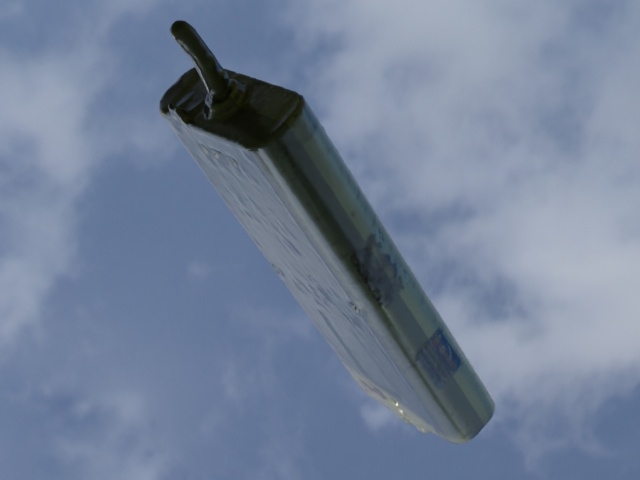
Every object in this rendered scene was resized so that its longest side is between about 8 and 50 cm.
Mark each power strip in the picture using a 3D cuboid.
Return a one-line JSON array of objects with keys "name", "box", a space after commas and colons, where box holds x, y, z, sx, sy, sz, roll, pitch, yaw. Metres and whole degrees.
[{"name": "power strip", "box": [0.000, 0.000, 0.614, 0.034, 0.268, 0.092, -46, -142, -15]}]
